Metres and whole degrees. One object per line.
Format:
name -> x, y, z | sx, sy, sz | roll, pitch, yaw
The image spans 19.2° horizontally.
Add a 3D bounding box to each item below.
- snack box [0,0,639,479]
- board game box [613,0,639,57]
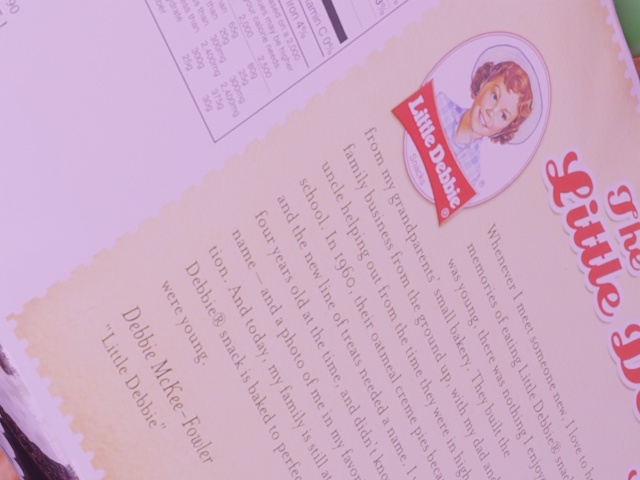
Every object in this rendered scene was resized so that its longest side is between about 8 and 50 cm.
snack box -> 0.000, 0.000, 0.481 | 0.187, 0.060, 0.322 | -38, 123, -21
board game box -> 0.108, -0.119, 0.516 | 0.259, 0.039, 0.124 | -14, 113, 14
